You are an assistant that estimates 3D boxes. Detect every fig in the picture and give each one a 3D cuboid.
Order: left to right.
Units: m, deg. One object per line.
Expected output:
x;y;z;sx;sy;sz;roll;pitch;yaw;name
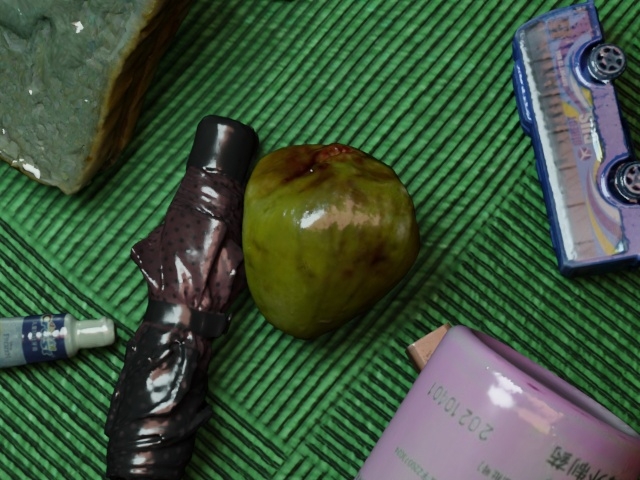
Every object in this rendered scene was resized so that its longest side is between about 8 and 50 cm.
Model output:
0.000;0.000;1.076;0.154;0.144;0.165;28;93;3;fig

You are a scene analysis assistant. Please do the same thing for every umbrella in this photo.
-0.109;0.048;1.086;0.094;0.090;0.326;9;77;23;umbrella

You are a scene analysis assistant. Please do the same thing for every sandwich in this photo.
-0.265;-0.210;1.071;0.301;0.099;0.271;31;117;5;sandwich

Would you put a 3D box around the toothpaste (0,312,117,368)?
-0.280;0.088;1.102;0.216;0.037;0.062;-5;79;3;toothpaste

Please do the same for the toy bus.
0.226;-0.087;1.127;0.094;0.079;0.236;-10;78;-2;toy bus

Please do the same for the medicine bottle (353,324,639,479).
0.099;0.228;0.976;0.178;0.178;0.290;31;94;6;medicine bottle

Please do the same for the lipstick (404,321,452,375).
0.127;0.142;1.092;0.045;0.045;0.145;-30;81;-5;lipstick
